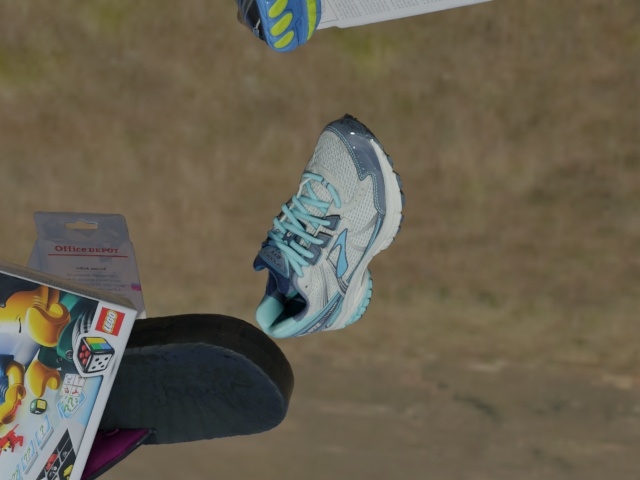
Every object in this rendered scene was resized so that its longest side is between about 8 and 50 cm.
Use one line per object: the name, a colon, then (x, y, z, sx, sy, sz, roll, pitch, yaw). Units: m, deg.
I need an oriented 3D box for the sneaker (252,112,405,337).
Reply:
sneaker: (0.000, 0.000, 1.850, 0.122, 0.283, 0.110, -22, -129, -31)

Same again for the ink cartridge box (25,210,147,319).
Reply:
ink cartridge box: (-0.263, 0.064, 2.040, 0.115, 0.198, 0.067, 3, 144, -23)

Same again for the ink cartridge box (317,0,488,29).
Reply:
ink cartridge box: (0.007, -0.241, 1.313, 0.225, 0.056, 0.181, -4, 130, 42)

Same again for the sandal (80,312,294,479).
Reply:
sandal: (-0.232, 0.159, 1.650, 0.446, 0.107, 0.167, -14, 131, 35)

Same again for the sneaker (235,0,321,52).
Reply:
sneaker: (-0.049, -0.219, 1.254, 0.067, 0.188, 0.078, -34, -138, -31)

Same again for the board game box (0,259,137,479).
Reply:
board game box: (-0.287, 0.166, 1.452, 0.193, 0.305, 0.053, 17, -175, -18)
